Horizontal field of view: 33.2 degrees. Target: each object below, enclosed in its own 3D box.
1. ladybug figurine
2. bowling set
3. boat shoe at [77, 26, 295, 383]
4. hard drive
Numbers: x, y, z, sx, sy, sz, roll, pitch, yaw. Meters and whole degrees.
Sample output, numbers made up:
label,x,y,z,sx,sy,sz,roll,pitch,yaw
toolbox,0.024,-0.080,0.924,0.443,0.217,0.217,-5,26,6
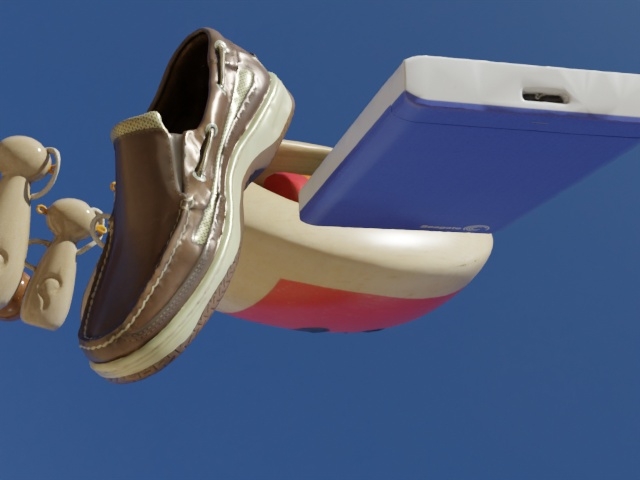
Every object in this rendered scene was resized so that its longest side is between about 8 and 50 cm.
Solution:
label,x,y,z,sx,sy,sz,roll,pitch,yaw
ladybug figurine,0.000,0.000,1.228,0.305,0.449,0.162,46,-56,51
bowling set,-0.291,-0.009,0.987,0.286,0.200,0.154,18,-102,-17
boat shoe,-0.099,-0.034,0.661,0.095,0.257,0.095,-19,-53,32
hard drive,0.119,-0.067,0.902,0.210,0.318,0.040,2,-104,-14
